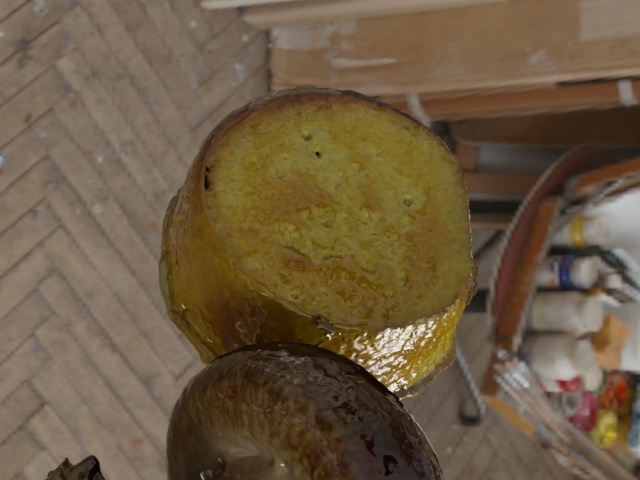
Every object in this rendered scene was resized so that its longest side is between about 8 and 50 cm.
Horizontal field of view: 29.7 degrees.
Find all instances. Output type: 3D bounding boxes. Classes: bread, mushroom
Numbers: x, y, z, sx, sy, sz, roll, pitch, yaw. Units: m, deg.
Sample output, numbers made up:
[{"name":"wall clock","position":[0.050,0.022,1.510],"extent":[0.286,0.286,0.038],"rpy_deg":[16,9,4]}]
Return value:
[{"name":"bread","position":[0.000,0.000,1.396],"extent":[0.398,0.215,0.398],"rpy_deg":[9,55,-13]},{"name":"mushroom","position":[-0.063,0.256,1.135],"extent":[0.356,0.334,0.331],"rpy_deg":[22,72,-44]}]

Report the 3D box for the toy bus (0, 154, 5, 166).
[{"name":"toy bus","position":[-0.427,-0.130,1.003],"extent":[0.329,0.109,0.136],"rpy_deg":[39,79,-14]}]
